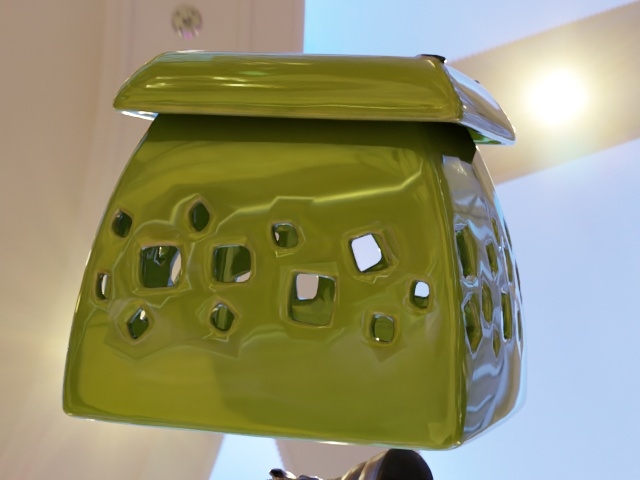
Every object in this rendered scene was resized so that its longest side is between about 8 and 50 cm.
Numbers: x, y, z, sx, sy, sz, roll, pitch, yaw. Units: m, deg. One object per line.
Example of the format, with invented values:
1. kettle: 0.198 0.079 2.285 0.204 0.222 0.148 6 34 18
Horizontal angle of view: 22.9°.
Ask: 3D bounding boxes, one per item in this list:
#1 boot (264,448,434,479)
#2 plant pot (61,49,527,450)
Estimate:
1. boot: -0.015 0.296 1.345 0.091 0.229 0.263 40 -129 -22
2. plant pot: 0.000 0.000 0.915 0.228 0.227 0.207 4 -89 16
